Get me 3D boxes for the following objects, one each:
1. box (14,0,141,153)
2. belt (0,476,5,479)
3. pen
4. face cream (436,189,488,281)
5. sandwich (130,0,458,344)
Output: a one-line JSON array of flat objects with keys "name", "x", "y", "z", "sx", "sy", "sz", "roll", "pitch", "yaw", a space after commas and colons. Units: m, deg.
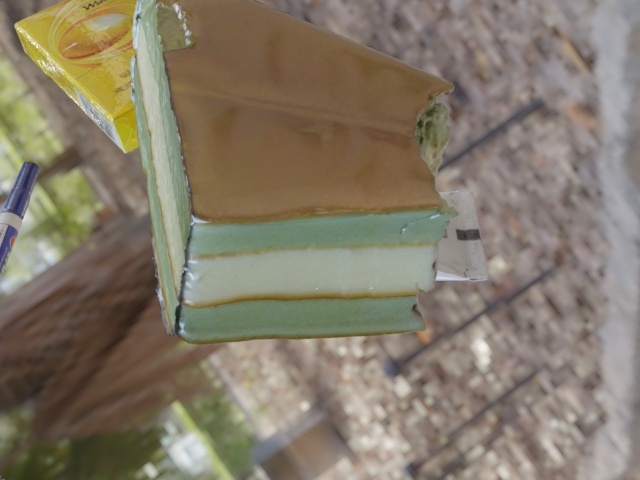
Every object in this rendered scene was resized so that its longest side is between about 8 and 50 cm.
[{"name": "box", "x": -0.154, "y": -0.167, "z": 1.617, "sx": 0.269, "sy": 0.152, "sz": 0.043, "roll": 41, "pitch": 154, "yaw": 54}, {"name": "belt", "x": -0.347, "y": 0.326, "z": 1.591, "sx": 0.260, "sy": 0.325, "sz": 0.122, "roll": 56, "pitch": -152, "yaw": -6}, {"name": "pen", "x": -0.309, "y": 0.013, "z": 1.797, "sx": 0.025, "sy": 0.204, "sz": 0.025, "roll": 13, "pitch": 152, "yaw": 7}, {"name": "face cream", "x": 0.000, "y": 0.000, "z": 1.406, "sx": 0.058, "sy": 0.244, "sz": 0.092, "roll": 91, "pitch": 175, "yaw": -48}, {"name": "sandwich", "x": -0.015, "y": -0.061, "z": 1.264, "sx": 0.155, "sy": 0.198, "sz": 0.227, "roll": 104, "pitch": 158, "yaw": -51}]
